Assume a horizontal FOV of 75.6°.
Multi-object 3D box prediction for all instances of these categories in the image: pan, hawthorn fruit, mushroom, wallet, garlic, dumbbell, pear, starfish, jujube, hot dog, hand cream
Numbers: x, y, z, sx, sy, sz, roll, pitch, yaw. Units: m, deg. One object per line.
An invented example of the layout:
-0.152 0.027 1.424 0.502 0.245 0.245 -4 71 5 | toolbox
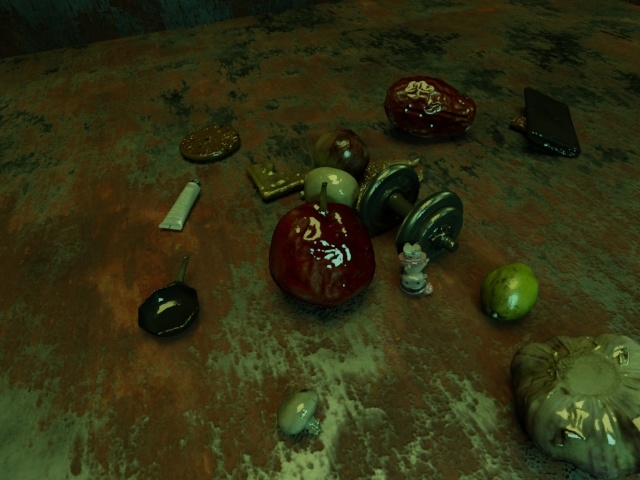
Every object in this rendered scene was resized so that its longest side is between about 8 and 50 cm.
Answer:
-0.308 0.132 0.918 0.129 0.048 0.201 17 50 20 | pan
0.000 0.000 0.881 0.231 0.265 0.210 -6 25 -6 | hawthorn fruit
-0.029 0.300 0.708 0.079 0.085 0.085 42 54 -3 | mushroom
0.745 -0.391 1.347 0.171 0.044 0.321 22 47 0 | wallet
0.425 0.256 0.647 0.245 0.160 0.244 -19 30 12 | garlic
0.209 -0.065 0.971 0.192 0.191 0.290 -26 48 -21 | dumbbell
0.382 0.104 0.839 0.107 0.107 0.131 33 66 33 | pear
0.135 -0.201 1.218 0.303 0.060 0.299 24 53 28 | starfish
0.355 -0.434 1.347 0.291 0.197 0.197 13 45 -3 | jujube
0.673 -0.386 1.374 0.058 0.035 0.083 -30 49 -20 | hot dog
-0.392 -0.102 1.183 0.067 0.042 0.194 10 50 5 | hand cream

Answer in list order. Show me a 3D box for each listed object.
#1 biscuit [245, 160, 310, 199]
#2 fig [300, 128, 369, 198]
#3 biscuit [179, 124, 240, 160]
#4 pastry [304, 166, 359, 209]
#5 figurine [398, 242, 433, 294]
-0.126 -0.197 1.253 0.174 0.038 0.183 -25 48 -17 | biscuit
0.019 -0.221 1.142 0.231 0.143 0.160 -19 26 20 | fig
-0.381 -0.335 1.425 0.213 0.036 0.212 -4 44 4 | biscuit
0.024 -0.119 1.073 0.157 0.156 0.092 15 48 20 | pastry
0.205 0.062 0.888 0.072 0.129 0.054 -5 31 7 | figurine
